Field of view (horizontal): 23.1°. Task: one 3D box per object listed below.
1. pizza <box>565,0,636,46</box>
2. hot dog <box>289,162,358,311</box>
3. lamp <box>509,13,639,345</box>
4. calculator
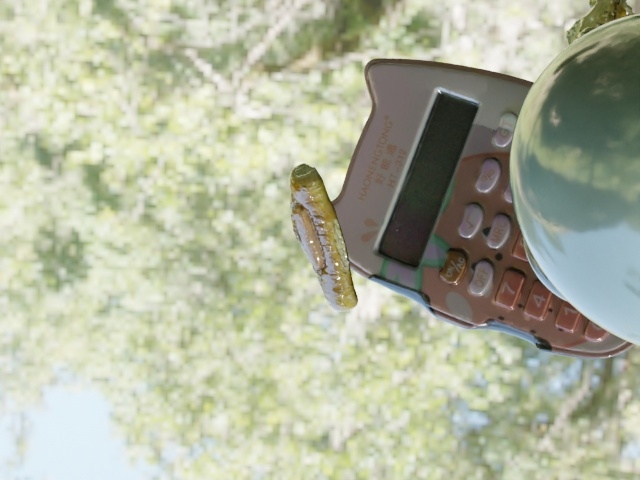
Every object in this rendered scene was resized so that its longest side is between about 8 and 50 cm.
[{"bbox_3d":[0.272,-0.109,1.483,0.075,0.288,0.280,-5,174,32],"label":"pizza"},{"bbox_3d":[-0.001,0.000,1.256,0.028,0.137,0.044,-33,-142,-21],"label":"hot dog"},{"bbox_3d":[0.193,-0.064,0.761,0.197,0.244,0.198,10,-172,-1],"label":"lamp"},{"bbox_3d":[0.162,-0.026,1.353,0.329,0.220,0.048,22,-178,21],"label":"calculator"}]
